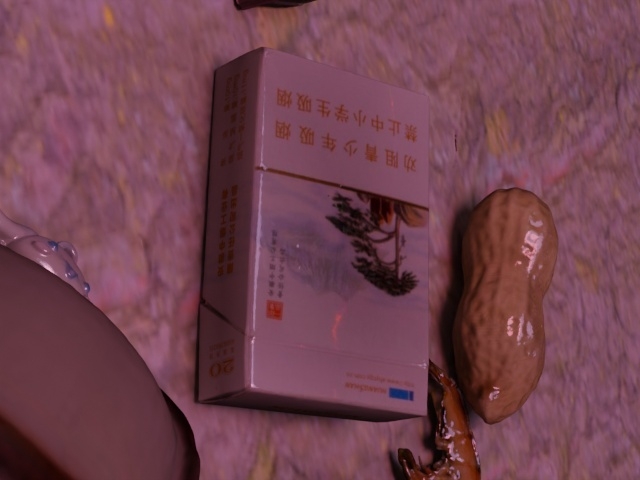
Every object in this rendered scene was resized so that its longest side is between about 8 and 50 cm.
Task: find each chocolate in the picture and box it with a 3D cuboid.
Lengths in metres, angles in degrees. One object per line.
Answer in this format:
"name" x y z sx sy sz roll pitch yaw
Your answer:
"chocolate" -0.196 0.105 0.664 0.283 0.284 0.186 48 35 -29

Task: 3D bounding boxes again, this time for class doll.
"doll" -0.163 0.043 0.839 0.135 0.071 0.113 41 36 -41

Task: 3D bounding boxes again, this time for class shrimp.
"shrimp" 0.054 0.146 1.056 0.195 0.035 0.148 6 79 -50

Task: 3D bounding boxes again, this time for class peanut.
"peanut" 0.142 0.050 1.141 0.082 0.082 0.187 27 63 -40

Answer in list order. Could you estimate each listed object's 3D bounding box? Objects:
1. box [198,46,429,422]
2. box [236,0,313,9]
"box" 0.000 0.001 0.991 0.149 0.067 0.233 12 72 -32
"box" -0.023 -0.206 1.035 0.063 0.060 0.084 1 81 -55
